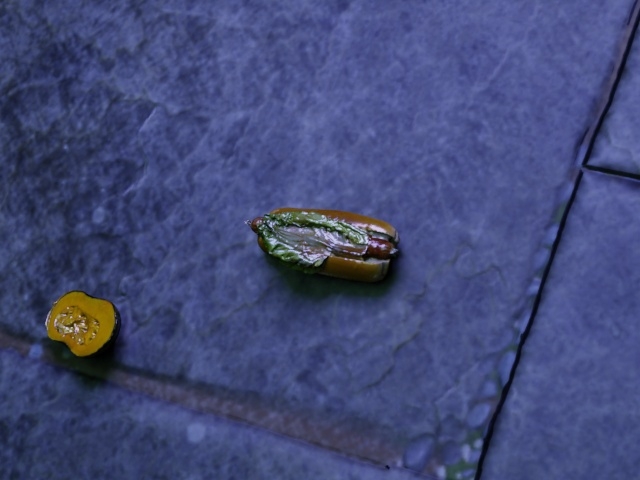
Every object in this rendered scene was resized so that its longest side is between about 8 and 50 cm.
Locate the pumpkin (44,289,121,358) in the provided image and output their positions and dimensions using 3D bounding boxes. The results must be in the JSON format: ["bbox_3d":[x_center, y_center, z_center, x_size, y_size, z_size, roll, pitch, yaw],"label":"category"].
[{"bbox_3d":[-0.185,0.069,1.312,0.083,0.028,0.050,26,83,41],"label":"pumpkin"}]

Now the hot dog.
[{"bbox_3d":[0.000,0.000,1.243,0.133,0.041,0.056,11,73,29],"label":"hot dog"}]
